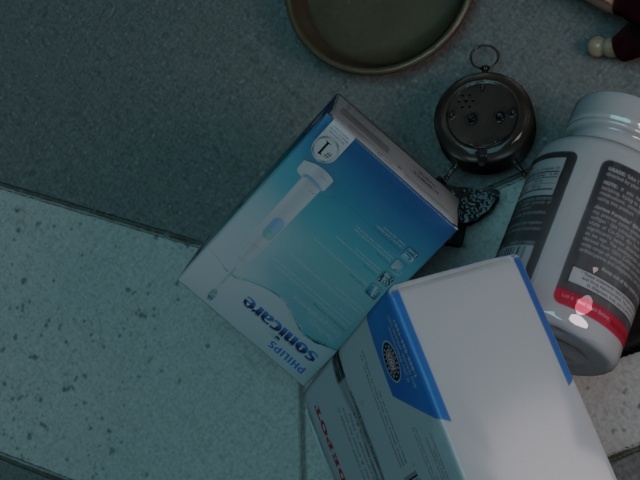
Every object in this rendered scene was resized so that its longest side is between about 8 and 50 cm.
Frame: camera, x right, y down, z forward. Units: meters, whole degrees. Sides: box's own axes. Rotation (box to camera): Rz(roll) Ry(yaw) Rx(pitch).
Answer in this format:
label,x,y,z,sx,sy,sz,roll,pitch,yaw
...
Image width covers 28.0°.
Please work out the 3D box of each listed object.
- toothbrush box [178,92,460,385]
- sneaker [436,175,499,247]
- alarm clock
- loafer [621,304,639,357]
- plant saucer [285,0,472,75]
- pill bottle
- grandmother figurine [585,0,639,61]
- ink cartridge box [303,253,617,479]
label,x,y,z,sx,sy,sz,roll,pitch,yaw
toothbrush box,0.000,0.000,1.623,0.216,0.126,0.295,40,108,-6
sneaker,0.144,-0.045,1.692,0.170,0.051,0.089,15,86,16
alarm clock,0.214,-0.173,1.677,0.129,0.064,0.192,-3,68,13
loafer,0.415,0.081,1.557,0.220,0.080,0.078,-22,75,15
plant saucer,0.085,-0.359,1.771,0.278,0.041,0.277,-3,80,18
pill bottle,0.317,-0.014,1.535,0.176,0.176,0.318,17,70,21
grandmother figurine,0.387,-0.316,1.604,0.342,0.104,0.207,37,136,29
ink cartridge box,0.139,0.227,1.457,0.166,0.395,0.285,-15,73,-20
